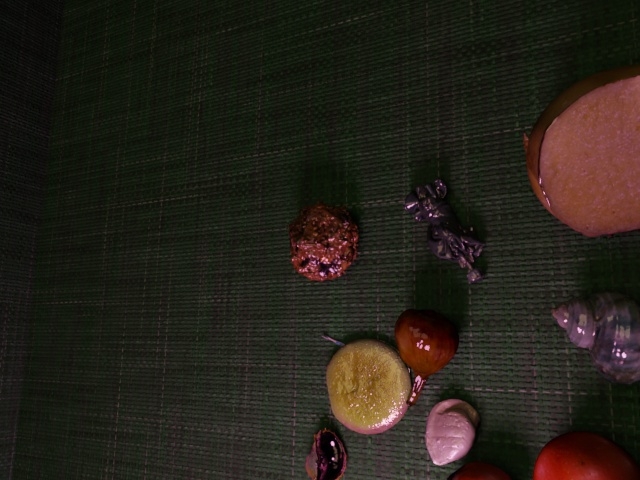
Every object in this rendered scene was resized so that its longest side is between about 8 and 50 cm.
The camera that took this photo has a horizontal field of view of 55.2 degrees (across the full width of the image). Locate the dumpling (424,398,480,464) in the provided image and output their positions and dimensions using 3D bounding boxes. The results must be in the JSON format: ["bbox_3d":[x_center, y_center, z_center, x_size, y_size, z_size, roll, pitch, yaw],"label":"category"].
[{"bbox_3d":[0.367,0.539,1.737,0.150,0.092,0.176,40,100,27],"label":"dumpling"}]

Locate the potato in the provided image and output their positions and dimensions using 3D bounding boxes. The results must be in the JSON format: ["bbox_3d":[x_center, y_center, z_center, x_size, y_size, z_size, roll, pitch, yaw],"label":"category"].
[{"bbox_3d":[0.748,-0.251,1.579,0.442,0.319,0.385,-24,109,15],"label":"potato"}]

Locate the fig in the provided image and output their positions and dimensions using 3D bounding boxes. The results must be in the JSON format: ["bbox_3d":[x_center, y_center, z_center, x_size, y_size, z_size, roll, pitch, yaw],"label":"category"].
[{"bbox_3d":[0.293,0.328,1.808,0.190,0.190,0.290,38,133,30],"label":"fig"}]

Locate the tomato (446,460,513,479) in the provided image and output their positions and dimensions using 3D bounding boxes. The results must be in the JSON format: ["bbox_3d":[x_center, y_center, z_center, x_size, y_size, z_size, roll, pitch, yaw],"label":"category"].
[{"bbox_3d":[0.413,0.688,1.613,0.184,0.208,0.208,19,90,11],"label":"tomato"}]

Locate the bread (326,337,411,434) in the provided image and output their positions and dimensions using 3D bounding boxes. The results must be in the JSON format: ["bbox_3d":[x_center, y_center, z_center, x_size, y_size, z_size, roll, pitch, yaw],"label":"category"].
[{"bbox_3d":[0.147,0.453,1.909,0.301,0.045,0.301,-4,81,27],"label":"bread"}]

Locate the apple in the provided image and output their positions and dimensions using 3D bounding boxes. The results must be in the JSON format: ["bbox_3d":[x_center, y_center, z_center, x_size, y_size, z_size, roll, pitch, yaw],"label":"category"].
[{"bbox_3d":[0.644,0.585,1.476,0.260,0.260,0.216,-47,38,14],"label":"apple"}]

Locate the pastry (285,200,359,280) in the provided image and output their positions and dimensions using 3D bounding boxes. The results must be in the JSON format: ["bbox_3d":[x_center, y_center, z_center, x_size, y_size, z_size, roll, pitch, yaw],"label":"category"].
[{"bbox_3d":[0.000,0.000,2.003,0.275,0.193,0.275,-8,74,29],"label":"pastry"}]

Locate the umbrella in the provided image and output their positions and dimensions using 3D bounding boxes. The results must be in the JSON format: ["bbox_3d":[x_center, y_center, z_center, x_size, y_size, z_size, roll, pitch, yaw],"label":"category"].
[{"bbox_3d":[0.384,-0.028,1.845,0.143,0.094,0.349,-37,66,24],"label":"umbrella"}]

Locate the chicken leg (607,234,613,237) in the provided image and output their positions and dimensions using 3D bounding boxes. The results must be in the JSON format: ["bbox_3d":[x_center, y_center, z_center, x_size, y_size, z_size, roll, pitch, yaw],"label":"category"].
[{"bbox_3d":[0.766,-0.043,1.667,0.083,0.021,0.036,39,90,26],"label":"chicken leg"}]

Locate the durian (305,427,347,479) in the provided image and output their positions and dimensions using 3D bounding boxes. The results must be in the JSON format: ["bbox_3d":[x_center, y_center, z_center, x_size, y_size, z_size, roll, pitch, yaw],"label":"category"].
[{"bbox_3d":[0.014,0.692,1.928,0.108,0.119,0.186,134,141,-58],"label":"durian"}]

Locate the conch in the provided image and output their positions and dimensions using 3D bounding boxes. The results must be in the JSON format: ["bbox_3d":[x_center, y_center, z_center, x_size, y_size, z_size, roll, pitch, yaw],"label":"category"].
[{"bbox_3d":[0.725,0.232,1.560,0.277,0.195,0.220,26,124,7],"label":"conch"}]

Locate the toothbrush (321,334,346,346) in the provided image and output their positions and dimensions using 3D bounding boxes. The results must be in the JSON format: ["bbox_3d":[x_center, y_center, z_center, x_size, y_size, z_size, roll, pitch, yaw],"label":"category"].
[{"bbox_3d":[0.074,0.341,1.996,0.162,0.017,0.014,20,95,27],"label":"toothbrush"}]
